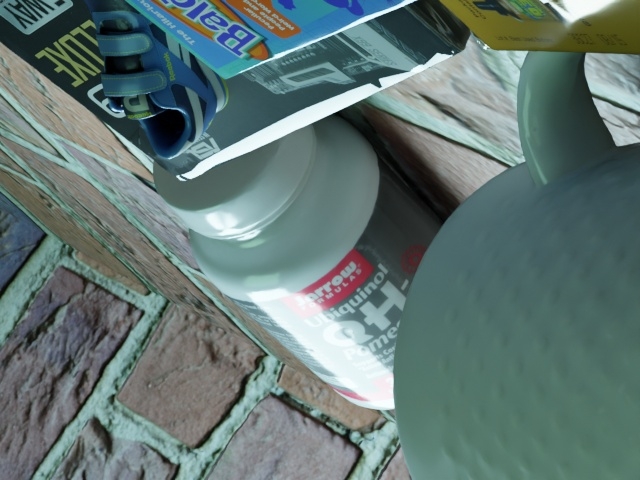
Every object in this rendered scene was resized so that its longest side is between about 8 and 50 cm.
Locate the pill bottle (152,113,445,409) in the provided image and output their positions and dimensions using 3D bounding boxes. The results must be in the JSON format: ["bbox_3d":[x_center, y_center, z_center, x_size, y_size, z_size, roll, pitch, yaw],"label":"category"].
[{"bbox_3d":[0.000,0.000,1.596,0.176,0.176,0.318,23,165,44],"label":"pill bottle"}]

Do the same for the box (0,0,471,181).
[{"bbox_3d":[-0.081,-0.167,1.140,0.242,0.076,0.307,39,148,-22],"label":"box"}]

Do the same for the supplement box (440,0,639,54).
[{"bbox_3d":[0.135,-0.137,0.896,0.078,0.080,0.233,40,166,-26],"label":"supplement box"}]

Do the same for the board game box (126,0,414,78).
[{"bbox_3d":[-0.050,-0.165,0.967,0.160,0.047,0.210,37,157,-21],"label":"board game box"}]

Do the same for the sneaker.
[{"bbox_3d":[-0.103,-0.108,1.112,0.053,0.059,0.144,3,142,36],"label":"sneaker"}]

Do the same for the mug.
[{"bbox_3d":[0.220,0.037,1.014,0.328,0.276,0.374,0,114,61],"label":"mug"}]
